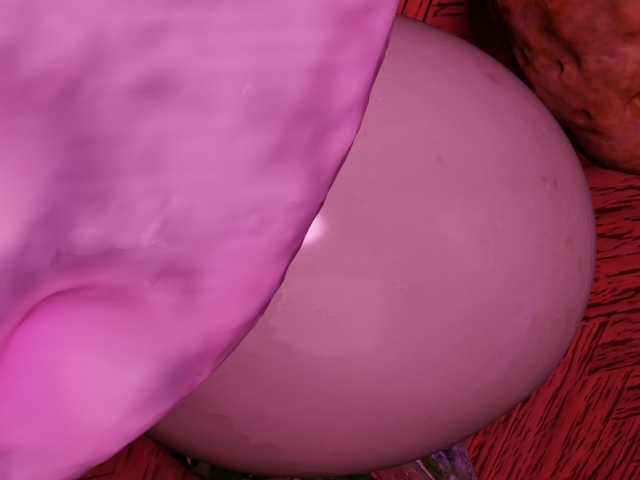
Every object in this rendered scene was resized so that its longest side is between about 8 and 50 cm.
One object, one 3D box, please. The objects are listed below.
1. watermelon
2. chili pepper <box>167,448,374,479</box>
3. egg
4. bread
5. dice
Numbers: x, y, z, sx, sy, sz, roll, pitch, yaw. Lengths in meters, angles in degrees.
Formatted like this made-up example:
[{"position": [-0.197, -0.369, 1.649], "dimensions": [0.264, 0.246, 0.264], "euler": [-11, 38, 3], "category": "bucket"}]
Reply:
[{"position": [0.050, 0.128, 1.096], "dimensions": [0.080, 0.101, 0.155], "euler": [-24, 131, -5], "category": "watermelon"}, {"position": [-0.014, 0.136, 1.044], "dimensions": [0.098, 0.061, 0.224], "euler": [-3, 146, 16], "category": "chili pepper"}, {"position": [0.000, 0.000, 0.811], "dimensions": [0.283, 0.203, 0.203], "euler": [7, 122, -46], "category": "egg"}, {"position": [0.172, -0.146, 0.890], "dimensions": [0.230, 0.123, 0.230], "euler": [-22, 133, -25], "category": "bread"}, {"position": [-0.158, -0.092, 0.521], "dimensions": [0.271, 0.270, 0.270], "euler": [-4, 128, -40], "category": "dice"}]
